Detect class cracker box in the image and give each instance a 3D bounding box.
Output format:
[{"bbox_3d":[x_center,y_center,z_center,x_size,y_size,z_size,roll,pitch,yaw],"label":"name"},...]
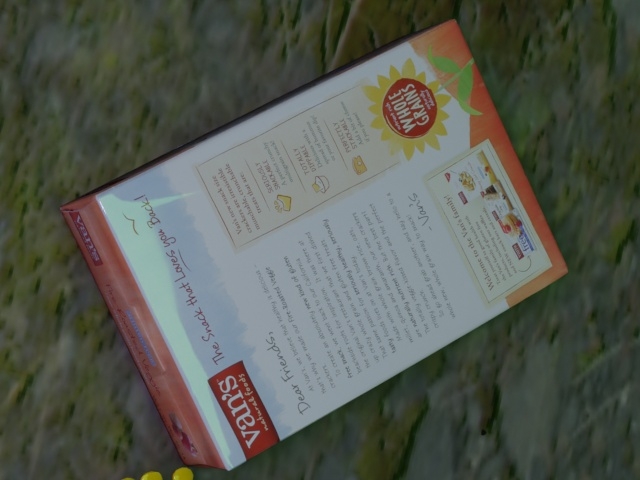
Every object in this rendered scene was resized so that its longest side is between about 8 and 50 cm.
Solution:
[{"bbox_3d":[0.000,0.000,1.017,0.232,0.067,0.156,-28,98,-25],"label":"cracker box"}]

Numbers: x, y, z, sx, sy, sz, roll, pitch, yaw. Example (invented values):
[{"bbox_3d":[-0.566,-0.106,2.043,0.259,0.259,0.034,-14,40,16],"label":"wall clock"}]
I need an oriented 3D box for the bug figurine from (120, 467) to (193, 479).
[{"bbox_3d":[-0.049,0.254,0.976,0.216,0.072,0.279,-2,83,-32],"label":"bug figurine"}]
